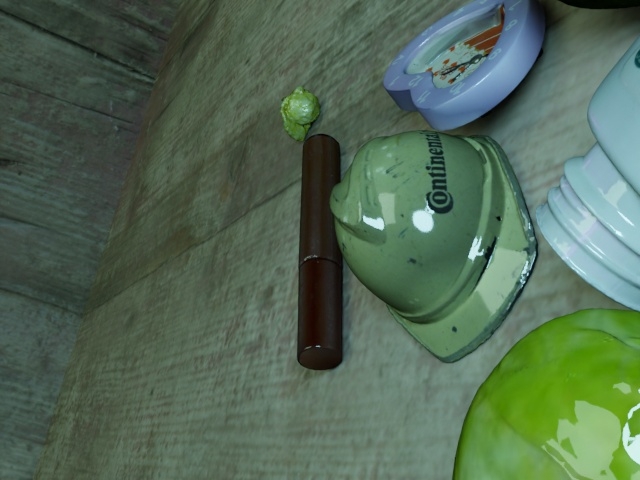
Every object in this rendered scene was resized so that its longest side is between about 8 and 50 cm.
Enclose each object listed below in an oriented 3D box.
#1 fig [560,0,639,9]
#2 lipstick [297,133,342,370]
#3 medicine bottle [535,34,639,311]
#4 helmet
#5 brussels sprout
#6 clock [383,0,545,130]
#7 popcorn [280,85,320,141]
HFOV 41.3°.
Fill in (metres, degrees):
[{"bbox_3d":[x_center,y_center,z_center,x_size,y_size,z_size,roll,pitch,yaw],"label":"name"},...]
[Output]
[{"bbox_3d":[0.237,-0.251,0.642,0.245,0.195,0.195,52,122,31],"label":"fig"},{"bbox_3d":[0.000,0.000,1.085,0.057,0.057,0.356,-47,31,40],"label":"lipstick"},{"bbox_3d":[0.271,-0.102,0.502,0.324,0.124,0.179,-56,27,30],"label":"medicine bottle"},{"bbox_3d":[0.081,-0.020,0.822,0.204,0.137,0.257,-58,26,24],"label":"helmet"},{"bbox_3d":[0.165,0.144,0.468,0.223,0.161,0.223,-47,26,31],"label":"brussels sprout"},{"bbox_3d":[0.160,-0.184,0.868,0.172,0.064,0.198,-42,27,2],"label":"clock"},{"bbox_3d":[-0.034,-0.198,1.325,0.068,0.060,0.083,-153,76,-67],"label":"popcorn"}]
